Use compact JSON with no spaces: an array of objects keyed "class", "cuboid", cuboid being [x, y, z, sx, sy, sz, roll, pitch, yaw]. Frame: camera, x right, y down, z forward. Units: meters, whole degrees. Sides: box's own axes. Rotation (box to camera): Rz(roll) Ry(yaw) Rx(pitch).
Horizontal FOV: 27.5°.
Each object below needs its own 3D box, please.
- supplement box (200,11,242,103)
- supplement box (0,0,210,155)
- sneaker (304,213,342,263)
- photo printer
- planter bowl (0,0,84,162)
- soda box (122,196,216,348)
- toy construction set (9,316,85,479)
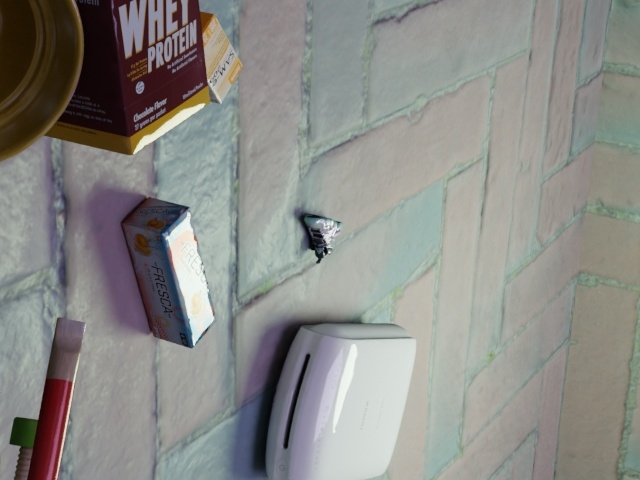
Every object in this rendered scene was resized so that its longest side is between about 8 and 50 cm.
[{"class":"supplement box","cuboid":[-0.135,-0.217,1.547,0.062,0.036,0.098,-63,150,-21]},{"class":"supplement box","cuboid":[-0.223,-0.207,1.219,0.129,0.191,0.194,-42,137,-47]},{"class":"sneaker","cuboid":[0.000,0.000,1.902,0.098,0.038,0.069,14,89,-62]},{"class":"photo printer","cuboid":[0.028,0.251,2.002,0.307,0.107,0.256,9,95,-63]},{"class":"planter bowl","cuboid":[-0.321,-0.174,1.124,0.217,0.090,0.217,-13,121,-22]},{"class":"soda box","cuboid":[-0.179,0.039,1.562,0.058,0.063,0.183,-50,143,-40]},{"class":"toy construction set","cuboid":[-0.339,0.065,1.043,0.257,0.309,0.237,97,3,-78]}]
